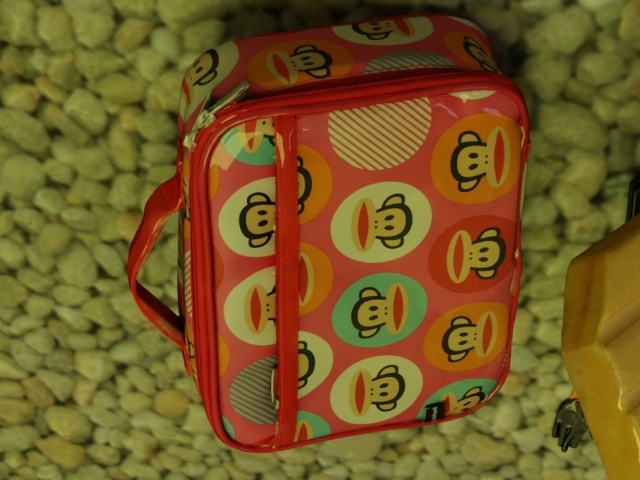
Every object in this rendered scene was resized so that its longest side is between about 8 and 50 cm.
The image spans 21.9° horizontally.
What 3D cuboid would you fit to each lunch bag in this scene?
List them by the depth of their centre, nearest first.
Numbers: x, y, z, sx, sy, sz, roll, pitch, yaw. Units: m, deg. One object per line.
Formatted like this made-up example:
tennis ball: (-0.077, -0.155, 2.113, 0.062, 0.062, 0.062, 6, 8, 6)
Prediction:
lunch bag: (0.000, 0.000, 1.102, 0.258, 0.120, 0.293, -8, 127, -10)

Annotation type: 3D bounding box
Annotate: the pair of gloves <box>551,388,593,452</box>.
pair of gloves: (0.225, 0.146, 1.294, 0.083, 0.010, 0.074, 14, 131, 3)

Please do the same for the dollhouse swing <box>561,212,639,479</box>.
dollhouse swing: (0.352, 0.076, 0.939, 0.315, 0.305, 0.347, -18, 96, 26)

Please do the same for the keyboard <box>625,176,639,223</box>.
keyboard: (0.369, 0.040, 1.161, 0.317, 0.033, 0.201, 6, 129, 10)
